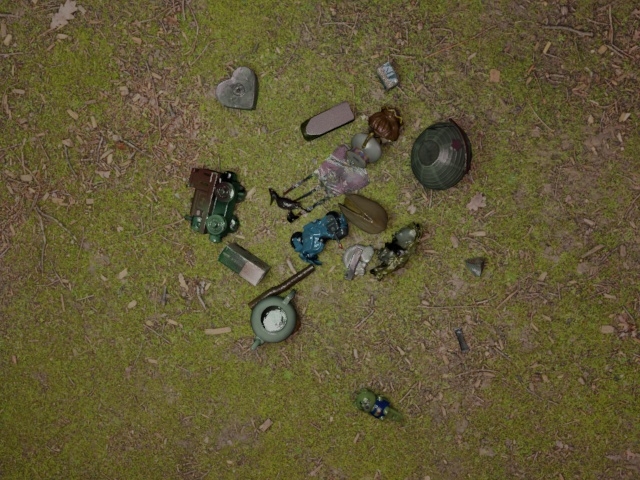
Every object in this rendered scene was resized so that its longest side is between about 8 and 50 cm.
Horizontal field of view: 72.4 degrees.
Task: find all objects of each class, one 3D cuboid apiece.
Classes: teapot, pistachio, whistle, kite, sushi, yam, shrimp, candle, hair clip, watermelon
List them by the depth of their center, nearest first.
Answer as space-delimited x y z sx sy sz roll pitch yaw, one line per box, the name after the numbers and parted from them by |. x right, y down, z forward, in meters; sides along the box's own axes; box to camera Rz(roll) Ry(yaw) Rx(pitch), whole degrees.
0.174 -0.111 1.763 0.223 0.152 0.126 36 101 19 | pistachio
0.311 0.043 1.771 0.291 0.139 0.131 -44 83 8 | sushi
0.644 0.109 1.787 0.085 0.061 0.085 0 86 7 | watermelon
-0.191 0.321 1.793 0.193 0.129 0.294 35 78 3 | teapot
-0.326 -0.605 1.794 0.192 0.068 0.168 -38 93 10 | candle
0.023 -0.236 1.823 0.360 0.022 0.204 -34 93 6 | kite
0.147 0.085 1.830 0.116 0.049 0.172 21 94 -2 | hair clip
0.243 0.709 1.857 0.227 0.085 0.105 28 105 1 | whistle
-0.165 0.197 1.864 0.327 0.045 0.045 -33 65 6 | yam
-0.179 0.347 1.882 0.188 0.051 0.132 -3 78 -1 | shrimp

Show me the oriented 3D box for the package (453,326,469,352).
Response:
0.594 0.418 1.841 0.037 0.015 0.110 -21 95 5 | package

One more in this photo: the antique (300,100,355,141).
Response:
0.024 -0.478 1.772 0.221 0.080 0.081 -25 94 5 | antique

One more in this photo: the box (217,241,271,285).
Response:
-0.315 0.095 1.820 0.199 0.135 0.081 32 97 2 | box

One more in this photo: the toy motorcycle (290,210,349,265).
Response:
0.000 0.000 1.786 0.272 0.124 0.182 -31 70 24 | toy motorcycle

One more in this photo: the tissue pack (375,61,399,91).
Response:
0.268 -0.650 1.743 0.059 0.074 0.094 -32 95 3 | tissue pack

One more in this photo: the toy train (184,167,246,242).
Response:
-0.447 -0.150 1.813 0.222 0.150 0.304 17 98 13 | toy train

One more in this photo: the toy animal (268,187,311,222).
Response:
-0.143 -0.149 1.821 0.202 0.070 0.105 41 103 9 | toy animal

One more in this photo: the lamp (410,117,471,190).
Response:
0.467 -0.327 1.687 0.233 0.233 0.265 -9 87 5 | lamp

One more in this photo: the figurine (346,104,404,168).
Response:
0.221 -0.411 1.715 0.142 0.189 0.263 40 82 2 | figurine
